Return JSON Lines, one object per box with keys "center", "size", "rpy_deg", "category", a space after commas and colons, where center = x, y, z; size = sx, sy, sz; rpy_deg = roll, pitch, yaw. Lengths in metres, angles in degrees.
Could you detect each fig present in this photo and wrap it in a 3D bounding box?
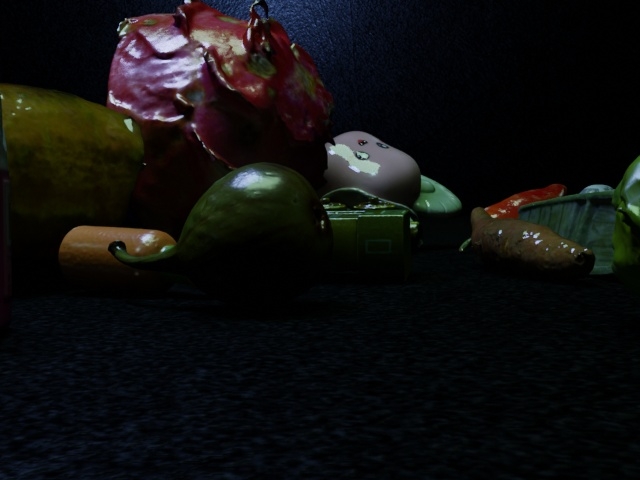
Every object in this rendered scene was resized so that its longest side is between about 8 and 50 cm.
{"center": [-0.104, 0.003, 0.785], "size": [0.236, 0.124, 0.124], "rpy_deg": [-7, 1, 25], "category": "fig"}

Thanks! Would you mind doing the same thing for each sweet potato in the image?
{"center": [0.218, 0.006, 0.984], "size": [0.072, 0.066, 0.314], "rpy_deg": [-9, 7, -7], "category": "sweet potato"}

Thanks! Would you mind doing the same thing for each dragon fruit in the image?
{"center": [-0.115, -0.154, 1.227], "size": [0.249, 0.370, 0.386], "rpy_deg": [-10, 18, 20], "category": "dragon fruit"}

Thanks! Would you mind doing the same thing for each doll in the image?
{"center": [0.067, -0.056, 1.427], "size": [0.268, 0.216, 0.284], "rpy_deg": [27, 35, 27], "category": "doll"}

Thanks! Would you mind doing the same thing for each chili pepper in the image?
{"center": [0.305, -0.040, 1.373], "size": [0.272, 0.063, 0.071], "rpy_deg": [-26, 29, -32], "category": "chili pepper"}

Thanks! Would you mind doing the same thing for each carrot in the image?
{"center": [-0.390, -0.063, 0.989], "size": [0.341, 0.241, 0.242], "rpy_deg": [-1, 2, -42], "category": "carrot"}

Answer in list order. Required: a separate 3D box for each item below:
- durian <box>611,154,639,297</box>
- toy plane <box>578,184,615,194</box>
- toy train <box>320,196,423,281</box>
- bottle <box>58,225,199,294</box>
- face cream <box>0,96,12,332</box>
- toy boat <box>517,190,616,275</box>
{"center": [0.361, -0.031, 0.597], "size": [0.340, 0.204, 0.256], "rpy_deg": [-14, -4, -32], "category": "durian"}
{"center": [0.476, -0.046, 1.448], "size": [0.251, 0.101, 0.255], "rpy_deg": [1, 8, 39], "category": "toy plane"}
{"center": [0.000, 0.000, 1.000], "size": [0.226, 0.090, 0.137], "rpy_deg": [-1, 7, 11], "category": "toy train"}
{"center": [-0.175, 0.022, 0.893], "size": [0.187, 0.069, 0.069], "rpy_deg": [4, 6, 31], "category": "bottle"}
{"center": [-0.320, -0.025, 0.653], "size": [0.175, 0.194, 0.175], "rpy_deg": [-1, 2, 0], "category": "face cream"}
{"center": [0.294, -0.008, 0.963], "size": [0.055, 0.093, 0.293], "rpy_deg": [16, 0, -12], "category": "toy boat"}
